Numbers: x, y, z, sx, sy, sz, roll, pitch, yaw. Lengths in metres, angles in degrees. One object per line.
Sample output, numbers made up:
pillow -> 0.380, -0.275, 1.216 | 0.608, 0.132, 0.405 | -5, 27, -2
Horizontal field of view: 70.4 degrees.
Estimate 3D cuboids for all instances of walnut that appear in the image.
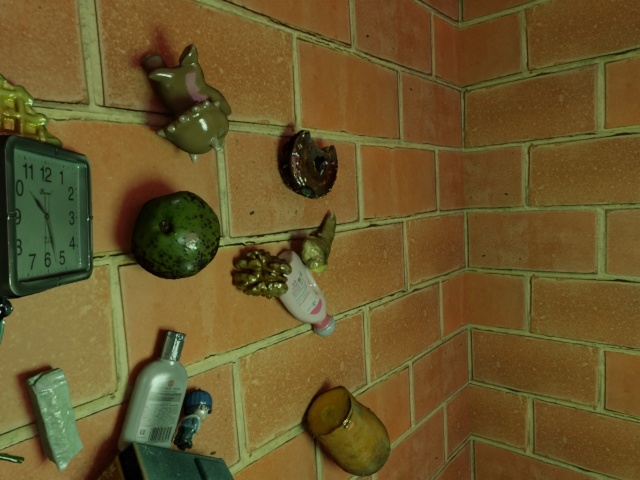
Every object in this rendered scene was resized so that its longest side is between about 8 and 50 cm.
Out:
walnut -> -0.168, 0.095, 1.322 | 0.170, 0.069, 0.143 | 11, 77, -10

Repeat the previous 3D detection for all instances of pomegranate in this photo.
pomegranate -> -0.342, 0.001, 1.107 | 0.248, 0.214, 0.215 | 90, 19, -69

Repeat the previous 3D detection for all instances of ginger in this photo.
ginger -> 0.000, 0.000, 1.534 | 0.131, 0.086, 0.295 | 57, 31, -23

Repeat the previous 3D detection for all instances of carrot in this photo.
carrot -> 0.105, 0.679, 1.601 | 0.341, 0.224, 0.224 | 53, 54, -29

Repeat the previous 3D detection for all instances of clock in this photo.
clock -> -0.526, -0.043, 0.870 | 0.273, 0.049, 0.279 | -83, 172, -88

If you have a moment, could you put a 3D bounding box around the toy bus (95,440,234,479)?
toy bus -> -0.356, 0.607, 1.060 | 0.194, 0.162, 0.323 | -51, 134, -1

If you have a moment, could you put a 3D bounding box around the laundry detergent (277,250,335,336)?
laundry detergent -> -0.051, 0.192, 1.502 | 0.335, 0.087, 0.159 | 58, 44, -34

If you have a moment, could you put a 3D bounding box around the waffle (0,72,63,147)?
waffle -> -0.633, -0.187, 0.843 | 0.250, 0.056, 0.261 | 55, 51, -35

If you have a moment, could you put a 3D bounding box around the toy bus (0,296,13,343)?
toy bus -> -0.614, 0.067, 0.801 | 0.091, 0.108, 0.262 | -8, 107, -73

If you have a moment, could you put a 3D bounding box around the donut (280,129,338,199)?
donut -> -0.040, -0.244, 1.495 | 0.230, 0.095, 0.217 | 2, 92, -49

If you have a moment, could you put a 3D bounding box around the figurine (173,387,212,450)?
figurine -> -0.332, 0.460, 1.173 | 0.087, 0.086, 0.149 | 47, 32, -17

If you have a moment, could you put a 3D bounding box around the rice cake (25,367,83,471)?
rice cake -> -0.551, 0.366, 0.944 | 0.069, 0.063, 0.207 | -25, 111, -52

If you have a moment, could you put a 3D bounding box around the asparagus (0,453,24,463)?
asparagus -> -0.651, 0.411, 0.866 | 0.162, 0.016, 0.016 | 37, 83, -44

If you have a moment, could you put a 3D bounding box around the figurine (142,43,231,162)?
figurine -> -0.328, -0.317, 1.100 | 0.173, 0.176, 0.247 | -73, 152, -45

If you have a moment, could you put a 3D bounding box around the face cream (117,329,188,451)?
face cream -> -0.396, 0.370, 1.117 | 0.143, 0.070, 0.292 | 24, 74, -50
